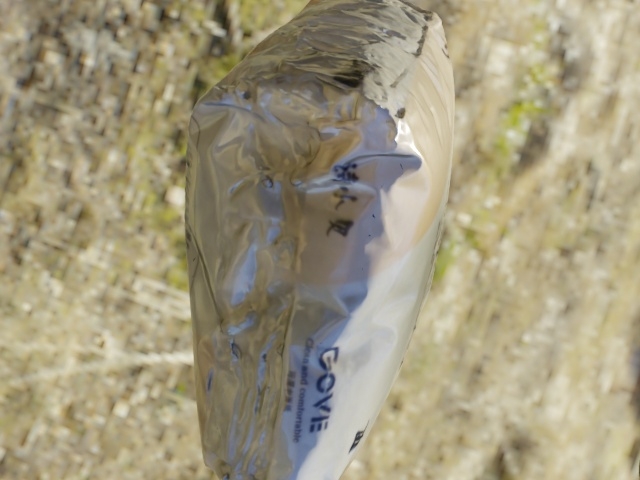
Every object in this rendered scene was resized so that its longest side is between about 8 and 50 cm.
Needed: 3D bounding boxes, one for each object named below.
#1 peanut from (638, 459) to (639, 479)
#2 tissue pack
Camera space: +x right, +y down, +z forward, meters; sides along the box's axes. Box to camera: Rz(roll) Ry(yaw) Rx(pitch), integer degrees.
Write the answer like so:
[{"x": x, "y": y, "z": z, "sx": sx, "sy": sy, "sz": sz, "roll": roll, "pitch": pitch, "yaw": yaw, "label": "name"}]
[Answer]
[{"x": 0.290, "y": 0.186, "z": 1.026, "sx": 0.123, "sy": 0.256, "sz": 0.124, "roll": -36, "pitch": 142, "yaw": -35, "label": "peanut"}, {"x": 0.000, "y": 0.000, "z": 1.468, "sx": 0.390, "sy": 0.195, "sz": 0.376, "roll": -63, "pitch": 160, "yaw": -63, "label": "tissue pack"}]
